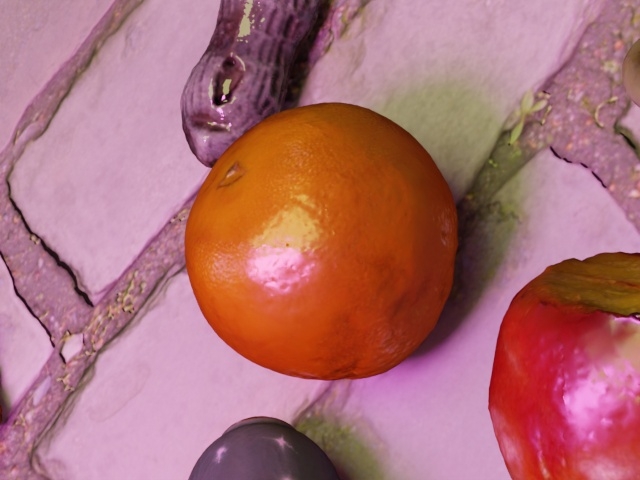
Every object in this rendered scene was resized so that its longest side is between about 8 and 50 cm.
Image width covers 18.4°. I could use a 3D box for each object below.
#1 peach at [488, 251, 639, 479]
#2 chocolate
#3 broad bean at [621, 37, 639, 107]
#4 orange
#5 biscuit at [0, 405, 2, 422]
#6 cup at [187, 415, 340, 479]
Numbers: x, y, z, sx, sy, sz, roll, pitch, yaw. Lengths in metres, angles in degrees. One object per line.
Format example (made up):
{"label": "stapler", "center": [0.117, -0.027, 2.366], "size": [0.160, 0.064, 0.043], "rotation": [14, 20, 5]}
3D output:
{"label": "peach", "center": [0.298, 0.106, 1.517], "size": [0.338, 0.281, 0.281], "rotation": [-33, 55, 35]}
{"label": "chocolate", "center": [-0.073, -0.189, 2.044], "size": [0.110, 0.110, 0.248], "rotation": [17, 81, 41]}
{"label": "broad bean", "center": [0.357, -0.181, 1.702], "size": [0.169, 0.100, 0.228], "rotation": [19, 84, 35]}
{"label": "orange", "center": [0.000, 0.000, 1.825], "size": [0.261, 0.261, 0.261], "rotation": [-15, 64, 34]}
{"label": "biscuit", "center": [-0.505, 0.188, 2.239], "size": [0.312, 0.110, 0.318], "rotation": [-37, 54, 21]}
{"label": "cup", "center": [-0.052, 0.242, 1.829], "size": [0.199, 0.199, 0.150], "rotation": [-35, 36, 24]}
